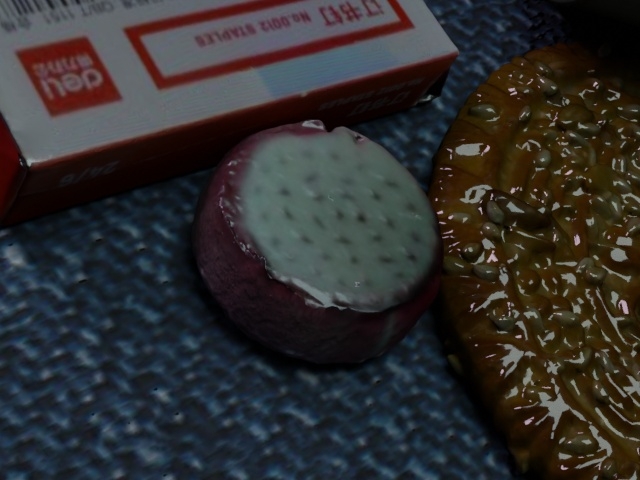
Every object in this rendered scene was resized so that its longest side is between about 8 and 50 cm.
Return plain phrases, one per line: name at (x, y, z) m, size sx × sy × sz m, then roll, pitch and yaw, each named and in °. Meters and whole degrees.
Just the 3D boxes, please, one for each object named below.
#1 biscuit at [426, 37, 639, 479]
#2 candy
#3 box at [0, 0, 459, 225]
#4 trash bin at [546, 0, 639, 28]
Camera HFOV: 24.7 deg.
biscuit at (0.185, 0.026, 0.658) m, size 0.305 × 0.038 × 0.305 m, roll 13°, pitch 52°, yaw -17°
candy at (0.000, 0.000, 0.584) m, size 0.103 × 0.043 × 0.103 m, roll 13°, pitch 53°, yaw -17°
box at (-0.055, -0.091, 0.619) m, size 0.229 × 0.050 × 0.123 m, roll -19°, pitch 69°, yaw -35°
trash bin at (0.341, -0.187, 0.732) m, size 0.432 × 0.280 × 0.280 m, roll 12°, pitch 53°, yaw -16°
